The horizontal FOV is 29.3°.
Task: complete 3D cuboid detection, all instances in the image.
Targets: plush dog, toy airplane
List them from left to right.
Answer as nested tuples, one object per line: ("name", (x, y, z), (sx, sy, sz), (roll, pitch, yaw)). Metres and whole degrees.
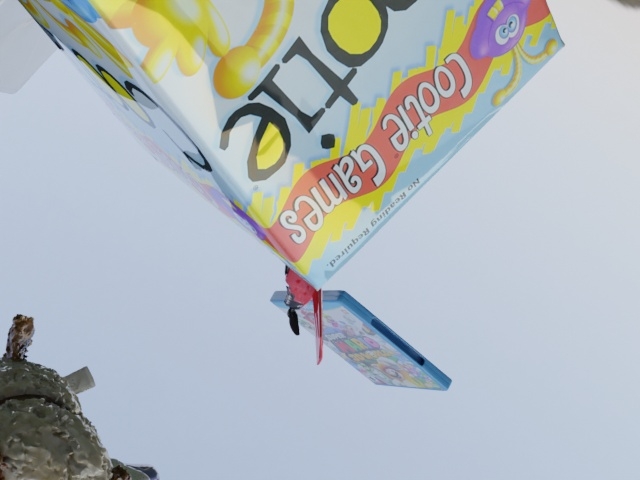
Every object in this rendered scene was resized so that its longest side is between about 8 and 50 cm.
("plush dog", (-0.280, 0.197, 1.167), (0.262, 0.210, 0.225), (19, -177, -32))
("toy airplane", (0.000, 0.000, 0.765), (0.028, 0.151, 0.151), (13, -151, -11))

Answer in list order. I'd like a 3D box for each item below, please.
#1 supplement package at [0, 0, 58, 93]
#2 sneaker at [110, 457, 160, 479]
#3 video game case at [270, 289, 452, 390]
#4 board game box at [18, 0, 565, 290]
("supplement package", (-0.229, -0.239, 0.803), (0.203, 0.194, 0.149), (46, -174, 2))
("sneaker", (-0.390, 0.346, 1.881), (0.315, 0.127, 0.182), (-2, -111, -52))
("video game case", (0.041, 0.101, 1.241), (0.166, 0.015, 0.119), (41, 156, -28))
("board game box", (-0.048, -0.135, 0.413), (0.142, 0.144, 0.275), (38, 170, 42))
